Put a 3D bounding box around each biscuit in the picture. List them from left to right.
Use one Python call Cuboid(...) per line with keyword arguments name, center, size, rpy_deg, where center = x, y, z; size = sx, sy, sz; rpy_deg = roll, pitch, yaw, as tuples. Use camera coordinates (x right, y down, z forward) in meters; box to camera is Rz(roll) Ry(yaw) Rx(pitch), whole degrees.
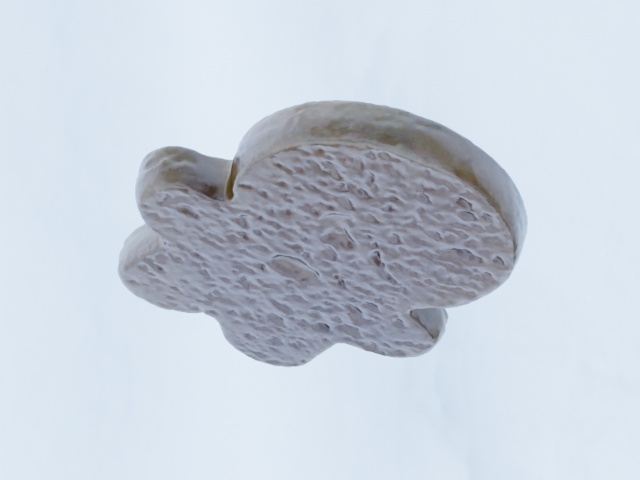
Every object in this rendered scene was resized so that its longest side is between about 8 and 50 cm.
Cuboid(name="biscuit", center=(0.000, 0.000, 0.754), size=(0.180, 0.039, 0.236), rpy_deg=(33, 147, -23))
